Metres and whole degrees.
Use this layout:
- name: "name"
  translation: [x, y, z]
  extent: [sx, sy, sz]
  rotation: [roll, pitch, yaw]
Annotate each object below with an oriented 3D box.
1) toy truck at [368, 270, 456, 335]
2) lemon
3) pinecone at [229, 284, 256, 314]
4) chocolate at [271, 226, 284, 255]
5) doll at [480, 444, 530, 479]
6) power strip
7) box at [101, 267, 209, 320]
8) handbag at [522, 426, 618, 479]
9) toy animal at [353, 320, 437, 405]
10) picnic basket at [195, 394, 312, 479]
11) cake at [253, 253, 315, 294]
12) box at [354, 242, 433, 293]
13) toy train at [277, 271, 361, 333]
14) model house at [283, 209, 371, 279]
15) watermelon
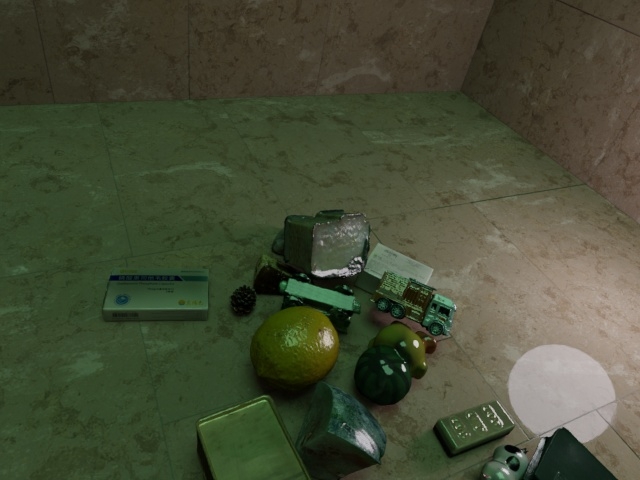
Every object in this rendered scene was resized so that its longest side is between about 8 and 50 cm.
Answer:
- name: "toy truck"
  translation: [0.346, 0.230, 1.740]
  extent: [0.306, 0.136, 0.162]
  rotation: [23, 85, 16]
- name: "lemon"
  translation: [-0.076, 0.338, 1.501]
  extent: [0.310, 0.257, 0.258]
  rotation: [-20, 50, -31]
- name: "pinecone"
  translation: [-0.279, 0.210, 1.708]
  extent: [0.102, 0.109, 0.102]
  rotation: [7, 43, -7]
- name: "chocolate"
  translation: [-0.045, 0.015, 2.012]
  extent: [0.304, 0.100, 0.185]
  rotation: [18, 44, 11]
- name: "doll"
  translation: [0.535, 0.678, 1.385]
  extent: [0.181, 0.106, 0.110]
  rotation: [-23, 53, -38]
- name: "power strip"
  translation: [0.491, 0.589, 1.504]
  extent: [0.257, 0.070, 0.105]
  rotation: [-8, 45, -24]
- name: "box"
  translation: [-0.574, 0.189, 1.689]
  extent: [0.344, 0.065, 0.200]
  rotation: [1, 42, -13]
- name: "handbag"
  translation: [0.744, 0.727, 1.344]
  extent: [0.326, 0.089, 0.239]
  rotation: [47, 46, 15]
- name: "toy animal"
  translation: [0.243, 0.387, 1.574]
  extent: [0.216, 0.191, 0.338]
  rotation: [21, 38, 28]
- name: "picnic basket"
  translation: [-0.180, 0.605, 1.235]
  extent: [0.228, 0.175, 0.313]
  rotation: [-13, 42, -26]
- name: "cake"
  translation: [-0.131, 0.130, 1.820]
  extent: [0.246, 0.135, 0.112]
  rotation: [4, 40, -11]
- name: "box"
  translation: [0.300, 0.149, 1.929]
  extent: [0.261, 0.111, 0.194]
  rotation: [25, 43, 16]
- name: "toy train"
  translation: [-0.007, 0.224, 1.696]
  extent: [0.301, 0.202, 0.120]
  rotation: [14, 58, 2]
- name: "model house"
  translation: [0.000, -0.002, 1.840]
  extent: [0.299, 0.243, 0.284]
  rotation: [-7, 17, -40]
- name: "watermelon"
  translation: [0.030, 0.555, 1.324]
  extent: [0.228, 0.387, 0.258]
  rotation: [43, 84, -1]
